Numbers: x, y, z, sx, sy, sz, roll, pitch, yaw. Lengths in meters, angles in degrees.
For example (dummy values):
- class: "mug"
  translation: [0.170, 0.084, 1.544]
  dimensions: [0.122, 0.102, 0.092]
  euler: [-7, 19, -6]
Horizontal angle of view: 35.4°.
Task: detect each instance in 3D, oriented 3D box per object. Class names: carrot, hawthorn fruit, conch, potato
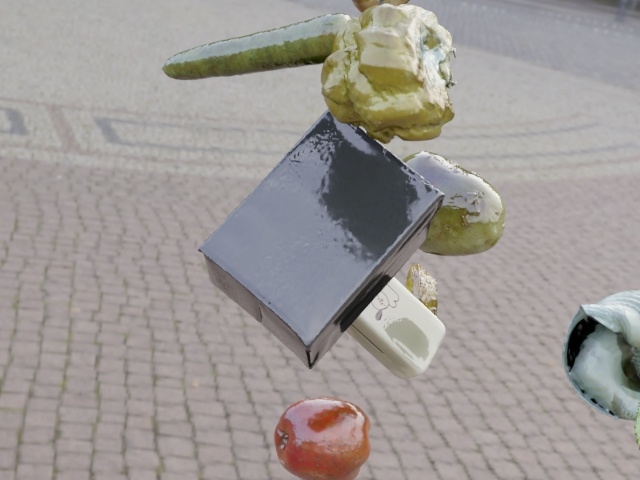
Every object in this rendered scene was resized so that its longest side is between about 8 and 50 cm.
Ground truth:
- class: "carrot"
  translation: [-0.105, -0.298, 1.600]
  dimensions: [0.359, 0.074, 0.074]
  euler: [-6, 8, 28]
- class: "hawthorn fruit"
  translation: [0.004, 0.381, 1.920]
  dimensions: [0.189, 0.189, 0.189]
  euler: [10, 17, -3]
- class: "conch"
  translation: [0.693, 0.243, 2.301]
  dimensions: [0.319, 0.302, 0.215]
  euler: [28, 7, -4]
- class: "potato"
  translation: [0.257, -0.073, 2.135]
  dimensions: [0.307, 0.173, 0.210]
  euler: [26, 65, 41]

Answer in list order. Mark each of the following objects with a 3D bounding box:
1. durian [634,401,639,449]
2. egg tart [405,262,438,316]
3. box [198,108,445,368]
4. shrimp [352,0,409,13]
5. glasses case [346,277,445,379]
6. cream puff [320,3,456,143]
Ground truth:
- class: "durian"
  translation: [0.707, 0.408, 2.057]
  dimensions: [0.086, 0.100, 0.215]
  euler: [-3, 36, -16]
- class: "egg tart"
  translation: [0.237, 0.146, 2.374]
  dimensions: [0.074, 0.191, 0.191]
  euler: [3, 17, 1]
- class: "box"
  translation: [0.000, 0.000, 1.705]
  dimensions: [0.251, 0.345, 0.204]
  euler: [40, -15, 11]
- class: "shrimp"
  translation: [0.106, -0.507, 1.724]
  dimensions: [0.262, 0.198, 0.051]
  euler: [43, 9, -46]
- class: "glasses case"
  translation: [0.094, 0.120, 1.907]
  dimensions: [0.313, 0.070, 0.131]
  euler: [43, 53, -11]
- class: "cream puff"
  translation: [0.086, -0.239, 1.431]
  dimensions: [0.195, 0.194, 0.220]
  euler: [10, 55, -4]
